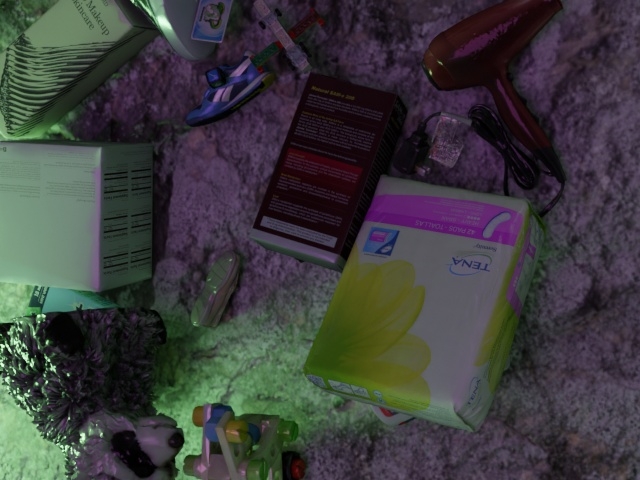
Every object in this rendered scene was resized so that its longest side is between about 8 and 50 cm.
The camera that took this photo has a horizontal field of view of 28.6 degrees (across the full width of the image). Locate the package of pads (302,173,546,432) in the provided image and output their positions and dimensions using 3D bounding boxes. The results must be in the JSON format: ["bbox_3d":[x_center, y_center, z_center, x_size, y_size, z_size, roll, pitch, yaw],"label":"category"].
[{"bbox_3d":[0.139,0.075,1.572,0.229,0.101,0.296,12,69,30],"label":"package of pads"}]

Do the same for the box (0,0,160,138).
[{"bbox_3d":[-0.370,-0.269,1.827,0.275,0.094,0.113,-37,81,22],"label":"box"}]

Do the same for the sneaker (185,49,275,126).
[{"bbox_3d":[-0.133,-0.210,1.758,0.144,0.053,0.059,-33,86,13],"label":"sneaker"}]

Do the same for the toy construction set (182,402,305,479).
[{"bbox_3d":[-0.108,0.373,1.723,0.151,0.215,0.327,14,101,21],"label":"toy construction set"}]

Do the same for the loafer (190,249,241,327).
[{"bbox_3d":[-0.143,0.070,1.806,0.125,0.039,0.045,-60,40,14],"label":"loafer"}]

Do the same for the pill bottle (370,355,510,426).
[{"bbox_3d":[0.151,0.165,1.650,0.180,0.108,0.108,-26,86,23],"label":"pill bottle"}]

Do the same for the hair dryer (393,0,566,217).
[{"bbox_3d":[0.234,-0.190,1.610,0.224,0.080,0.293,18,110,6],"label":"hair dryer"}]

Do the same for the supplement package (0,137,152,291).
[{"bbox_3d":[-0.360,-0.042,1.817,0.194,0.149,0.203,5,98,22],"label":"supplement package"}]

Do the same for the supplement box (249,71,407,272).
[{"bbox_3d":[0.012,-0.090,1.657,0.130,0.073,0.239,18,82,20],"label":"supplement box"}]

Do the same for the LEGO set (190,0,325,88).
[{"bbox_3d":[-0.077,-0.317,1.720,0.182,0.060,0.244,10,82,20],"label":"LEGO set"}]

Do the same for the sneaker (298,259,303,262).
[{"bbox_3d":[0.000,0.000,1.722,0.170,0.063,0.074,20,110,18],"label":"sneaker"}]

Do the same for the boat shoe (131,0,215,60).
[{"bbox_3d":[-0.247,-0.381,1.734,0.102,0.108,0.301,-10,118,39],"label":"boat shoe"}]

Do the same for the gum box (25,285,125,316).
[{"bbox_3d":[-0.367,0.155,1.902,0.184,0.041,0.157,24,104,18],"label":"gum box"}]

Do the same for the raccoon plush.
[{"bbox_3d":[-0.353,0.256,1.783,0.446,0.216,0.299,-12,82,51],"label":"raccoon plush"}]
